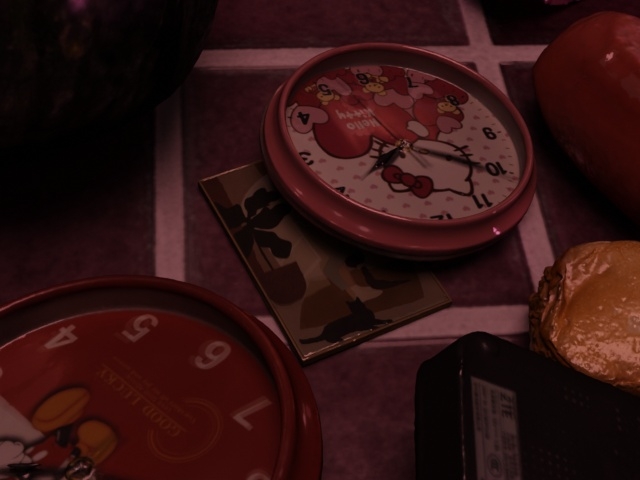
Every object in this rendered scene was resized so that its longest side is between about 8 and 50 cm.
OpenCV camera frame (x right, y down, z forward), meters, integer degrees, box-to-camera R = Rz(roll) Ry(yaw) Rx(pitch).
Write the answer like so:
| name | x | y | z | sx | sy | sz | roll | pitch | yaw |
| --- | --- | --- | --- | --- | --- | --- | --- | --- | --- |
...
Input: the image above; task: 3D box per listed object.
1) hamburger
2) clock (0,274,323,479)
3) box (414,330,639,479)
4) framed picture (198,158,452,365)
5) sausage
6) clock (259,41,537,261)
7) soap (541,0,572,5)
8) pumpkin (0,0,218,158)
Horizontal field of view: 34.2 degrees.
| name | x | y | z | sx | sy | sz | roll | pitch | yaw |
| --- | --- | --- | --- | --- | --- | --- | --- | --- | --- |
| hamburger | 0.232 | 0.065 | 0.791 | 0.147 | 0.083 | 0.138 | 5 | 56 | 2 |
| clock | -0.154 | 0.152 | 0.678 | 0.318 | 0.080 | 0.318 | -6 | 45 | 6 |
| box | 0.153 | 0.234 | 0.616 | 0.211 | 0.058 | 0.350 | 22 | 48 | -23 |
| framed picture | 0.000 | 0.000 | 0.865 | 0.136 | 0.010 | 0.201 | -20 | 57 | -19 |
| sausage | 0.281 | -0.096 | 0.887 | 0.148 | 0.148 | 0.254 | -28 | 62 | -23 |
| clock | 0.069 | -0.081 | 0.899 | 0.244 | 0.056 | 0.244 | 7 | 48 | -8 |
| soap | 0.265 | -0.352 | 1.052 | 0.289 | 0.182 | 0.112 | -33 | 60 | -19 |
| pumpkin | -0.298 | -0.244 | 0.821 | 0.454 | 0.344 | 0.454 | 13 | 31 | -8 |
